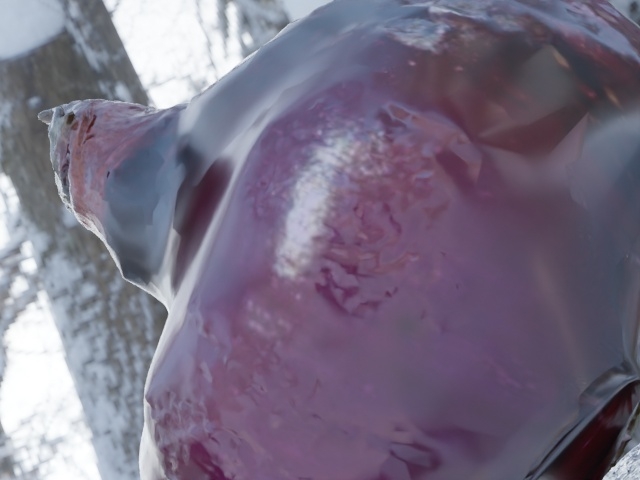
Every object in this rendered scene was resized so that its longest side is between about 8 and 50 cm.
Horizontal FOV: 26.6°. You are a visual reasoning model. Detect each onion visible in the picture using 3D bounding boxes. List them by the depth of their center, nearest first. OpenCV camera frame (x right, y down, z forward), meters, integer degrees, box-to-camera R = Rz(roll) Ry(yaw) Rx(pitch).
[{"bbox_3d":[0.000,0.000,0.790,0.398,0.420,0.398,-55,-13,-19],"label":"onion"}]

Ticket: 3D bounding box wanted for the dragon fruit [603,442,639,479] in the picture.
[{"bbox_3d":[0.301,0.315,1.175,0.221,0.204,0.283,-40,-5,3],"label":"dragon fruit"}]
